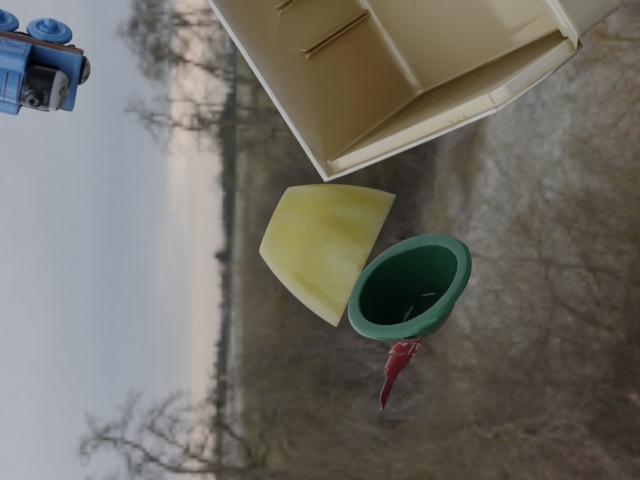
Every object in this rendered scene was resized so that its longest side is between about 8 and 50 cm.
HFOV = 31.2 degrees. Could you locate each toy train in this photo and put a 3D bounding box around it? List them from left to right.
[{"bbox_3d":[-0.303,-0.162,1.036,0.105,0.184,0.080,-90,17,-53],"label":"toy train"}]

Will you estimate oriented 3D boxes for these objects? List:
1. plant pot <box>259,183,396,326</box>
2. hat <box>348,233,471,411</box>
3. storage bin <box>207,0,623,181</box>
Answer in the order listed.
[{"bbox_3d":[0.000,0.000,1.064,0.134,0.095,0.134,24,-90,-88],"label":"plant pot"},{"bbox_3d":[0.149,0.113,1.517,0.183,0.209,0.173,51,-123,-32],"label":"hat"},{"bbox_3d":[0.032,-0.202,0.785,0.262,0.123,0.260,57,154,-8],"label":"storage bin"}]
